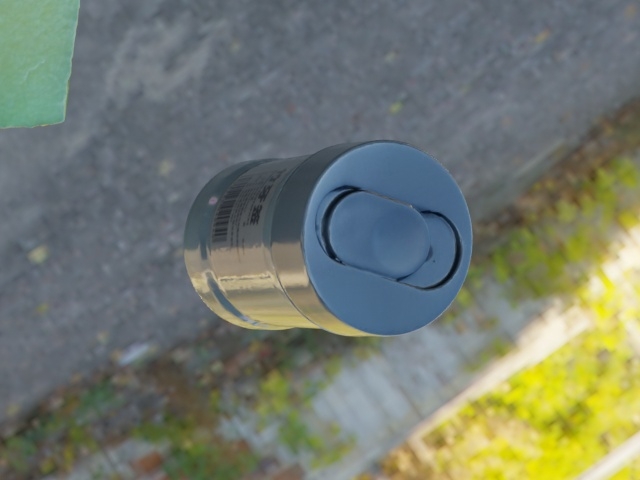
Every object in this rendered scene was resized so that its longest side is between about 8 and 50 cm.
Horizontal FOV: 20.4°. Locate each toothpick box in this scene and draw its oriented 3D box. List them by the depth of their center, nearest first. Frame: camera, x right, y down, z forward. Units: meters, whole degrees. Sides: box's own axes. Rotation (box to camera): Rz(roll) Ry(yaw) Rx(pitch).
[{"bbox_3d":[0.000,0.000,0.956,0.101,0.101,0.153,-26,-169,-26],"label":"toothpick box"}]

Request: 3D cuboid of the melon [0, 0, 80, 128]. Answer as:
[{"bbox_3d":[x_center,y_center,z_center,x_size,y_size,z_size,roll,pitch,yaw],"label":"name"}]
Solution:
[{"bbox_3d":[-0.110,-0.133,0.477,0.064,0.209,0.118,-12,170,-28],"label":"melon"}]
